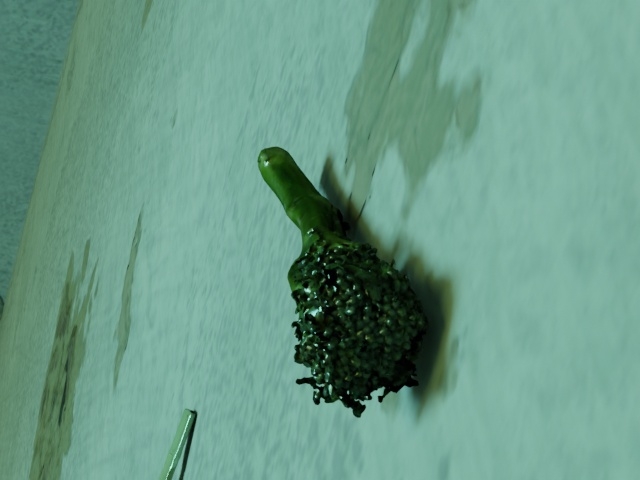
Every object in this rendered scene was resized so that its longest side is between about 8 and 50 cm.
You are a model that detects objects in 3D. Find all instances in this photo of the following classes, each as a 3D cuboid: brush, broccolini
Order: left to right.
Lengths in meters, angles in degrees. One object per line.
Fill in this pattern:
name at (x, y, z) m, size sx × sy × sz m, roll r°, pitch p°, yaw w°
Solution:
brush at (-0.087, 0.138, 0.957) m, size 0.083 × 0.013 × 0.016 m, roll -71°, pitch 19°, yaw 1°
broccolini at (0.000, 0.000, 0.654) m, size 0.051 × 0.054 × 0.239 m, roll -39°, pitch 19°, yaw 7°
